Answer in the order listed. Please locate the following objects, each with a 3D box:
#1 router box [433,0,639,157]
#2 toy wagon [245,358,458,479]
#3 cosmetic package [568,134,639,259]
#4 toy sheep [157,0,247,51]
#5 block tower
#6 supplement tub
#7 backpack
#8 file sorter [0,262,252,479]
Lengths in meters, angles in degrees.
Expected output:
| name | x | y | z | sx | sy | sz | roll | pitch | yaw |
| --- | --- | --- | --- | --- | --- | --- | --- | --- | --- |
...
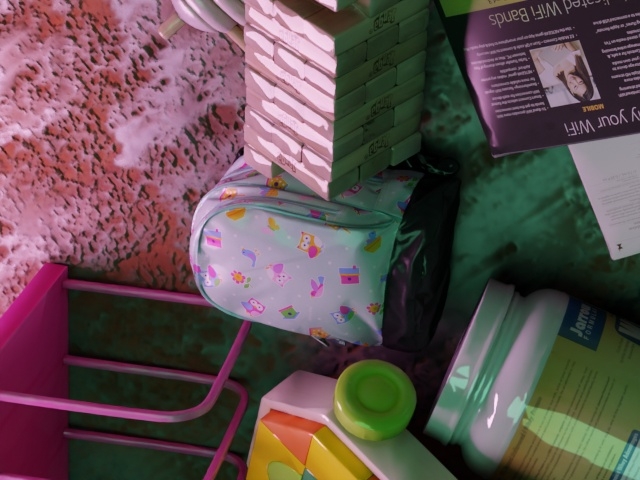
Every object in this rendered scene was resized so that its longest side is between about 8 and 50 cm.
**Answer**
| name | x | y | z | sx | sy | sz | roll | pitch | yaw |
| --- | --- | --- | --- | --- | --- | --- | --- | --- | --- |
| router box | 0.209 | -0.195 | 1.230 | 0.309 | 0.081 | 0.243 | -7 | 112 | 38 |
| toy wagon | 0.082 | 0.242 | 1.405 | 0.344 | 0.068 | 0.267 | 45 | 152 | 19 |
| cosmetic package | 0.296 | -0.070 | 1.324 | 0.239 | 0.060 | 0.099 | -16 | 108 | 20 |
| toy sheep | -0.059 | -0.182 | 1.354 | 0.132 | 0.091 | 0.091 | -43 | 98 | 8 |
| block tower | 0.011 | -0.181 | 1.268 | 0.097 | 0.091 | 0.335 | 36 | 142 | 32 |
| supplement tub | 0.187 | 0.121 | 1.391 | 0.199 | 0.144 | 0.144 | 24 | 117 | 3 |
| backpack | 0.000 | 0.000 | 1.403 | 0.182 | 0.115 | 0.152 | 14 | 119 | 11 |
| file sorter | -0.155 | 0.199 | 1.484 | 0.182 | 0.202 | 0.291 | 8 | 115 | 10 |
